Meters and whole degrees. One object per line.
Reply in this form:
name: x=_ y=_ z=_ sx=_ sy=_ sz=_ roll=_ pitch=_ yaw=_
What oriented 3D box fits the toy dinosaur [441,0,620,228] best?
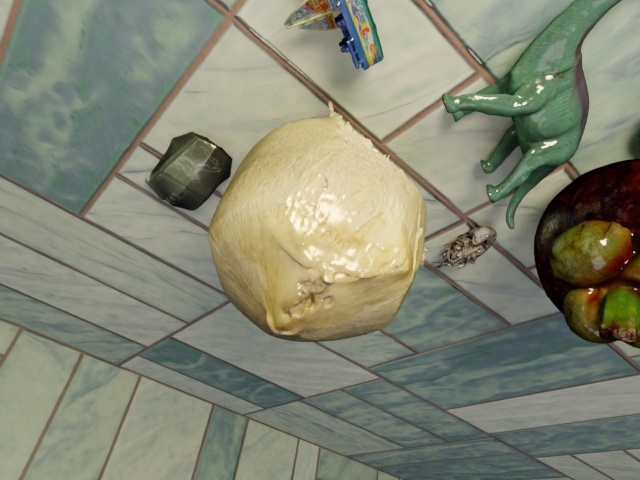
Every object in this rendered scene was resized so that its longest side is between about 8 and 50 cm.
toy dinosaur: x=0.362 y=-0.193 z=0.639 sx=0.330 sy=0.130 sz=0.383 roll=-24 pitch=132 yaw=25

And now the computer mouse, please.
computer mouse: x=-0.256 y=-0.116 z=0.890 sx=0.126 sy=0.071 sz=0.231 roll=33 pitch=138 yaw=-26

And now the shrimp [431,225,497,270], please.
shrimp: x=0.288 y=0.023 z=0.951 sx=0.065 sy=0.057 sz=0.165 roll=21 pitch=134 yaw=-38

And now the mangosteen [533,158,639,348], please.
mangosteen: x=0.476 y=0.035 z=0.720 sx=0.299 sy=0.301 sz=0.301 roll=7 pitch=142 yaw=5

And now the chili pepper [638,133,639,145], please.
chili pepper: x=0.497 y=-0.163 z=0.685 sx=0.055 sy=0.035 sz=0.118 roll=-17 pitch=126 yaw=14

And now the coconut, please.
coconut: x=0.000 y=0.000 z=0.743 sx=0.345 sy=0.361 sz=0.347 roll=8 pitch=143 yaw=6

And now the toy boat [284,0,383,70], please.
toy boat: x=0.006 y=-0.290 z=0.589 sx=0.110 sy=0.091 sz=0.175 roll=-21 pitch=130 yaw=11
